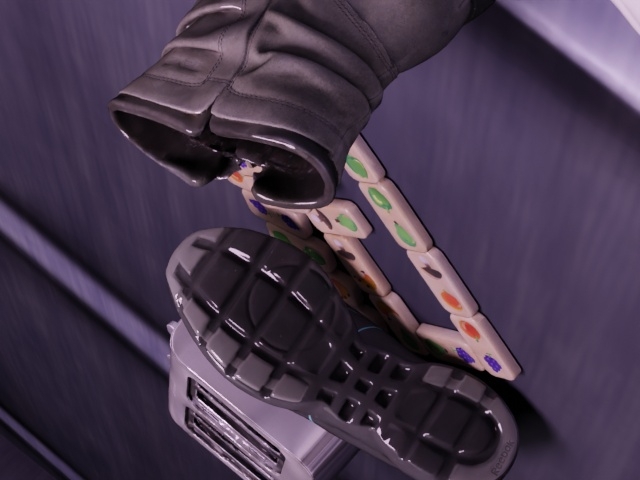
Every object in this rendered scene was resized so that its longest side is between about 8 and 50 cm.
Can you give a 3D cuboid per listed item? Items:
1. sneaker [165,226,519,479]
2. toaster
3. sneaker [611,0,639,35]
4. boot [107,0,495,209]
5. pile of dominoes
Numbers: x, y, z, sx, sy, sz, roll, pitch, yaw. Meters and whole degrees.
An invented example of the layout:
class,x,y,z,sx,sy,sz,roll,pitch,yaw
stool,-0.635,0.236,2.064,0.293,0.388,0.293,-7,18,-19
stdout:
class,x,y,z,sx,sy,sz,roll,pitch,yaw
sneaker,0.006,0.091,1.098,0.267,0.101,0.106,36,166,1
toaster,-0.032,0.117,1.243,0.185,0.110,0.168,39,160,9
sneaker,0.172,-0.033,0.592,0.292,0.108,0.169,42,156,-2
boot,-0.048,-0.109,0.758,0.246,0.161,0.083,23,151,42
pile of dominoes,0.000,0.000,1.057,0.196,0.040,0.251,10,141,55
